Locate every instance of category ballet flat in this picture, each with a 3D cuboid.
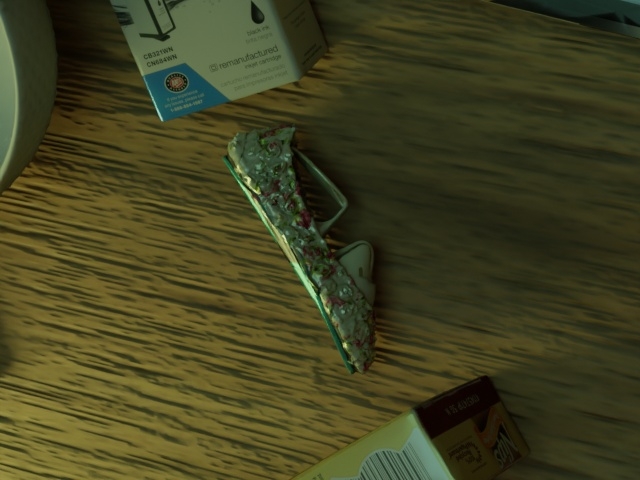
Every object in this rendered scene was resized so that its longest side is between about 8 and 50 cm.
[{"bbox_3d":[0.000,0.000,1.648,0.077,0.091,0.241,-30,86,0],"label":"ballet flat"}]

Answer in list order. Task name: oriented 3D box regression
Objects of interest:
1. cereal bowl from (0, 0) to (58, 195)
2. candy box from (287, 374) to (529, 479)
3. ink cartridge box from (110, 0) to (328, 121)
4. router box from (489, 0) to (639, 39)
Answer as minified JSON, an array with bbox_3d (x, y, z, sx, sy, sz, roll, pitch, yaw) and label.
[{"bbox_3d":[-0.379,-0.186,1.736,0.339,0.141,0.339,11,117,23],"label":"cereal bowl"},{"bbox_3d":[0.007,0.237,1.608,0.316,0.183,0.087,-33,81,22],"label":"candy box"},{"bbox_3d":[-0.104,-0.225,1.636,0.148,0.086,0.203,-15,108,25],"label":"ink cartridge box"},{"bbox_3d":[0.299,-0.274,1.490,0.309,0.081,0.242,18,101,21],"label":"router box"}]
